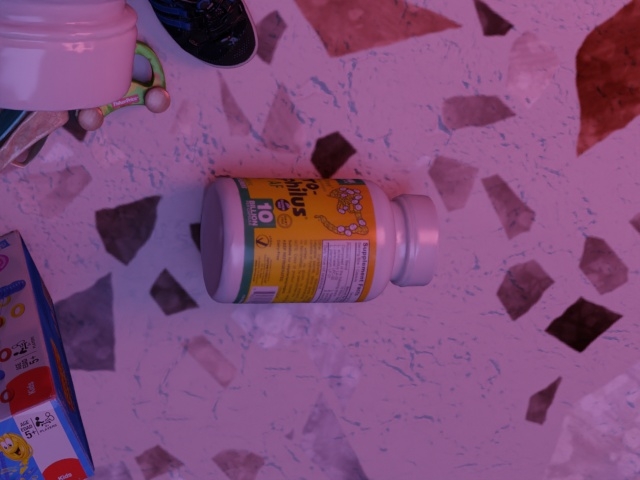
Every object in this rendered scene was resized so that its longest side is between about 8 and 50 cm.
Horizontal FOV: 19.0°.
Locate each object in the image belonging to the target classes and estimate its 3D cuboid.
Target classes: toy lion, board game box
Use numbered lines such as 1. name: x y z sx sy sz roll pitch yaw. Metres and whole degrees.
1. toy lion: -0.192 -0.152 1.706 0.100 0.034 0.096 -15 113 -8
2. board game box: -0.368 0.148 1.654 0.302 0.308 0.086 -23 120 -4

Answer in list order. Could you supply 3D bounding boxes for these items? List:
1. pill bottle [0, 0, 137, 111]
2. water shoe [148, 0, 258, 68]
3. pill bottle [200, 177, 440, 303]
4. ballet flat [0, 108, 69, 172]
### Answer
1. pill bottle: -0.218 -0.312 1.476 0.224 0.224 0.392 3 110 -17
2. water shoe: -0.120 -0.217 1.659 0.073 0.080 0.203 -35 121 5
3. pill bottle: 0.000 0.000 1.788 0.208 0.117 0.118 0 117 -15
4. ballet flat: -0.291 -0.069 1.707 0.168 0.057 0.052 -41 130 9
